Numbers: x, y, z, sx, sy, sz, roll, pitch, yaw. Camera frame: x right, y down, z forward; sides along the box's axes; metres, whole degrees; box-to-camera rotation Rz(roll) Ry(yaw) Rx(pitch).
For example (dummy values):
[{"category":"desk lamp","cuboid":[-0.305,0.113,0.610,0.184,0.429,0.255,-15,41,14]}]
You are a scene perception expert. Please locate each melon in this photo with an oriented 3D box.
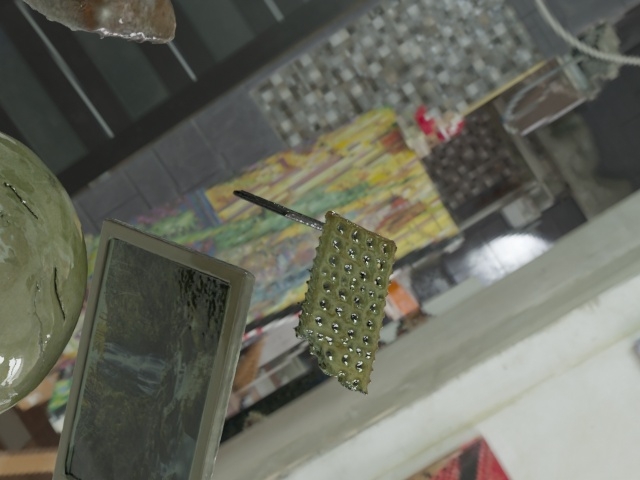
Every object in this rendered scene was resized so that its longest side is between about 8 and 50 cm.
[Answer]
[{"category":"melon","cuboid":[-0.343,0.031,0.889,0.268,0.269,0.330,54,14,-20]}]

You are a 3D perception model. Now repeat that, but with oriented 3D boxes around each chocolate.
[{"category":"chocolate","cuboid":[-0.328,-0.358,1.341,0.303,0.100,0.185,35,29,30]}]

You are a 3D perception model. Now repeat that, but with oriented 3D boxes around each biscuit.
[{"category":"biscuit","cuboid":[0.031,0.075,1.273,0.144,0.016,0.203,27,70,-39]}]

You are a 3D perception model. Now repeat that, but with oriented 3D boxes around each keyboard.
[{"category":"keyboard","cuboid":[0.006,-0.012,1.484,0.104,0.041,0.381,23,-5,29]}]

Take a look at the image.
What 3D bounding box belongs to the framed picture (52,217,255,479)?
[{"category":"framed picture","cuboid":[-0.189,0.157,1.114,0.241,0.324,0.020,21,11,39]}]
